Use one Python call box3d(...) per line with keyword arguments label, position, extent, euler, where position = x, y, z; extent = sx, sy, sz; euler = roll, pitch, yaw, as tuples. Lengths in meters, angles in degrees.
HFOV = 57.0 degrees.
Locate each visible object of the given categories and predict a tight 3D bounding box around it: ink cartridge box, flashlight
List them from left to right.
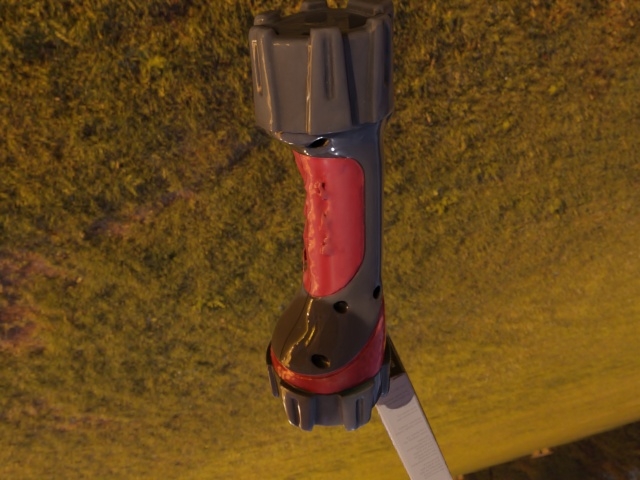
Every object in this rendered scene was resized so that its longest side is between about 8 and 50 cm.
box3d(label="flashlight", position=(0.000, 0.000, 0.415), extent=(0.103, 0.103, 0.304), euler=(0, 125, 7))
box3d(label="ink cartridge box", position=(0.085, 0.181, 0.652), extent=(0.045, 0.206, 0.208), euler=(-22, 111, 0))
